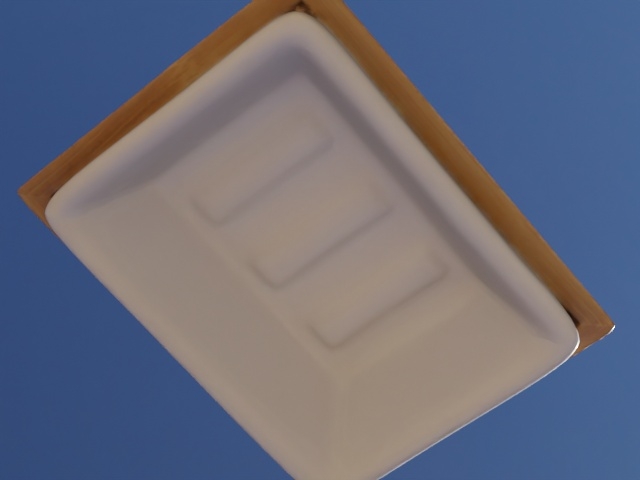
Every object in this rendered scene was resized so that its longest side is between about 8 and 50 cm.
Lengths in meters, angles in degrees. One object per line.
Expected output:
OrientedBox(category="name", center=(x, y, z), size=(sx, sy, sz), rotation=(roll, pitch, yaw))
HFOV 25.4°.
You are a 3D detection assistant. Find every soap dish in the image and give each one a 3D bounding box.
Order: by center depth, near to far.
OrientedBox(category="soap dish", center=(0.000, 0.000, 0.865), size=(0.291, 0.229, 0.118), rotation=(47, -158, -18))
